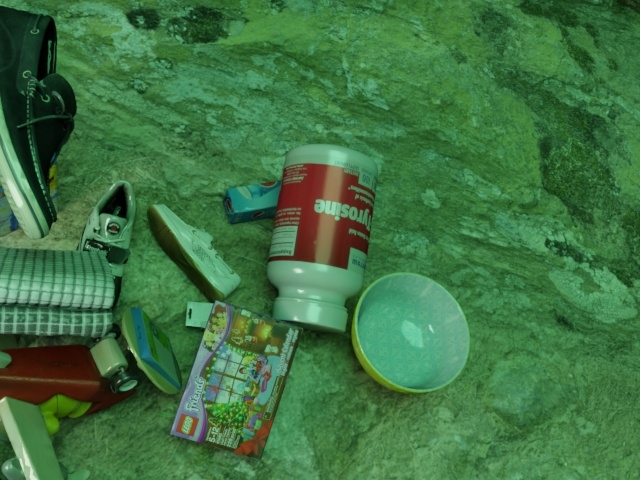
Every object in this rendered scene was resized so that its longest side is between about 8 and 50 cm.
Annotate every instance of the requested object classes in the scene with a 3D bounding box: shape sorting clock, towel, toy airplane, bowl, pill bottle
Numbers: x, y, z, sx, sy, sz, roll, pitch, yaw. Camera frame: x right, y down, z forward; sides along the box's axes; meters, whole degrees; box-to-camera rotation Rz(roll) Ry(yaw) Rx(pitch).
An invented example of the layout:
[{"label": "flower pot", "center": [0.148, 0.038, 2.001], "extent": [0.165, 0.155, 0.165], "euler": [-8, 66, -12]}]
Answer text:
[{"label": "shape sorting clock", "center": [-0.352, 0.230, 1.486], "extent": [0.040, 0.206, 0.206], "euler": [-28, 74, 0]}, {"label": "towel", "center": [-0.508, 0.096, 1.302], "extent": [0.235, 0.283, 0.121], "euler": [4, 99, -23]}, {"label": "toy airplane", "center": [-0.564, 0.285, 1.329], "extent": [0.384, 0.272, 0.386], "euler": [37, 24, -13]}, {"label": "bowl", "center": [0.191, 0.236, 1.688], "extent": [0.289, 0.156, 0.290], "euler": [8, 62, -15]}, {"label": "pill bottle", "center": [0.000, 0.000, 1.667], "extent": [0.229, 0.229, 0.408], "euler": [11, 78, -14]}]

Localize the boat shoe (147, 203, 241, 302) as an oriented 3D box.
[{"label": "boat shoe", "center": [-0.294, 0.017, 1.667], "extent": [0.096, 0.098, 0.277], "euler": [-38, 89, -33]}]

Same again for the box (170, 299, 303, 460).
[{"label": "box", "center": [-0.178, 0.296, 1.522], "extent": [0.200, 0.057, 0.293], "euler": [19, 83, -9]}]

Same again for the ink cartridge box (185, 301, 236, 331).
[{"label": "ink cartridge box", "center": [-0.252, 0.178, 1.635], "extent": [0.115, 0.029, 0.063], "euler": [8, 63, -15]}]

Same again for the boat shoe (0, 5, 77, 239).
[{"label": "boat shoe", "center": [-0.526, -0.235, 1.306], "extent": [0.156, 0.187, 0.500], "euler": [-9, 63, -18]}]

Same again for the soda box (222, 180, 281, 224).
[{"label": "soda box", "center": [-0.133, -0.101, 1.796], "extent": [0.210, 0.067, 0.071], "euler": [-11, 69, -25]}]

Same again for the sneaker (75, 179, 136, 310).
[{"label": "sneaker", "center": [-0.480, 0.011, 1.573], "extent": [0.122, 0.146, 0.331], "euler": [12, 62, -15]}]

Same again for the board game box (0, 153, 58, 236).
[{"label": "board game box", "center": [-0.699, -0.099, 1.456], "extent": [0.308, 0.302, 0.086], "euler": [-29, 77, -29]}]

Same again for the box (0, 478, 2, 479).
[{"label": "box", "center": [-0.639, 0.462, 1.253], "extent": [0.261, 0.184, 0.103], "euler": [43, 38, 4]}]
